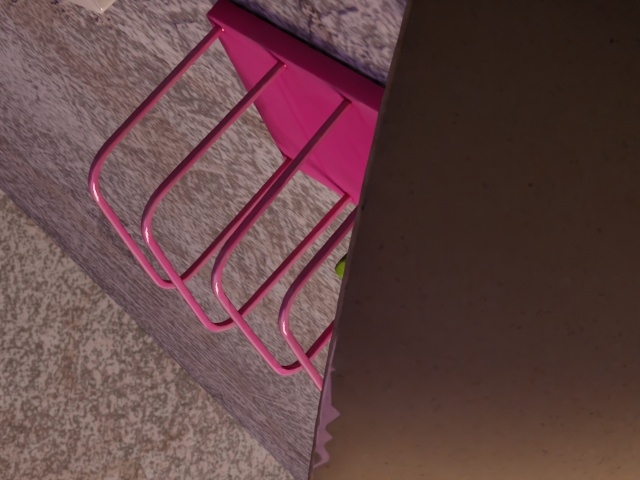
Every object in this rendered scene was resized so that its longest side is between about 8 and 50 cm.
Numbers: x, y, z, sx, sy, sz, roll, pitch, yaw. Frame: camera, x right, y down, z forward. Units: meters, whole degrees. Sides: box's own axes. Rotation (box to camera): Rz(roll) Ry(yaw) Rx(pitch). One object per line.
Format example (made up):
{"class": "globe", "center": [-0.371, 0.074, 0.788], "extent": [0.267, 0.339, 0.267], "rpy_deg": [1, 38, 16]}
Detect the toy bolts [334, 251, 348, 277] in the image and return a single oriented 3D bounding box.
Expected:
{"class": "toy bolts", "center": [0.162, 0.034, 1.140], "extent": [0.218, 0.158, 0.228], "rpy_deg": [4, 139, 48]}

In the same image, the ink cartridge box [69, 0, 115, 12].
{"class": "ink cartridge box", "center": [-0.101, -0.218, 0.962], "extent": [0.139, 0.191, 0.082], "rpy_deg": [26, 158, 47]}

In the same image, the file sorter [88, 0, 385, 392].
{"class": "file sorter", "center": [0.000, 0.000, 1.376], "extent": [0.290, 0.182, 0.202], "rpy_deg": [32, 164, 33]}

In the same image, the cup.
{"class": "cup", "center": [0.142, 0.007, 0.844], "extent": [0.237, 0.331, 0.331], "rpy_deg": [13, 162, 5]}
